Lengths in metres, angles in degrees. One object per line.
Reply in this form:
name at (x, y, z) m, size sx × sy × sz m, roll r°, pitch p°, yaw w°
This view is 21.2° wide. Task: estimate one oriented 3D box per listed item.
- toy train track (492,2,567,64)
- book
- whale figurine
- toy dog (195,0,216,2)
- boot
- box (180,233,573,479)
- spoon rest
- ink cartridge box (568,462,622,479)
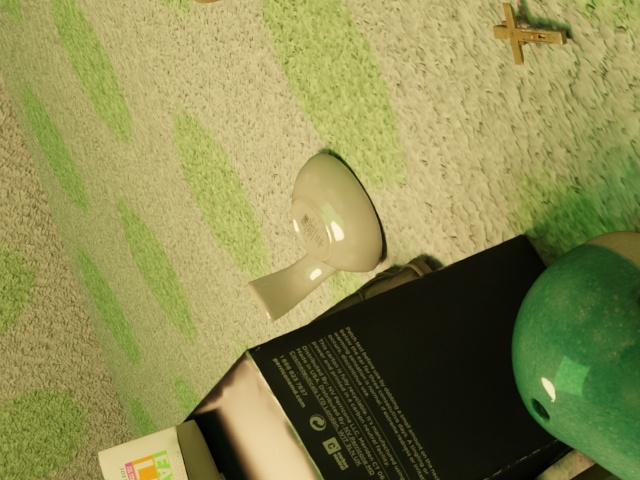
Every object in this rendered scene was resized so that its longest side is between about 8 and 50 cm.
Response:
toy train track at (0.156, -0.152, 1.251) m, size 0.083 × 0.014 × 0.048 m, roll 18°, pitch 127°, yaw 59°
book at (-0.127, 0.203, 1.388) m, size 0.144 × 0.035 × 0.096 m, roll -27°, pitch 81°, yaw 54°
whale figurine at (0.239, 0.129, 1.215) m, size 0.272 × 0.141 × 0.216 m, roll 58°, pitch 163°, yaw 12°
toy dog at (-0.146, -0.340, 1.600) m, size 0.220 × 0.161 × 0.333 m, roll 53°, pitch 161°, yaw 29°
boot at (0.016, 0.099, 1.717) m, size 0.076 × 0.209 × 0.190 m, roll 63°, pitch 164°, yaw 0°
box at (0.031, 0.189, 1.465) m, size 0.179 × 0.313 × 0.343 m, roll 59°, pitch 141°, yaw 15°
spoon rest at (0.000, 0.000, 1.879) m, size 0.137 × 0.084 × 0.276 m, roll 58°, pitch 150°, yaw 12°
ink cartridge box at (0.299, 0.306, 1.402) m, size 0.235 × 0.088 × 0.193 m, roll 31°, pitch 146°, yaw 64°
